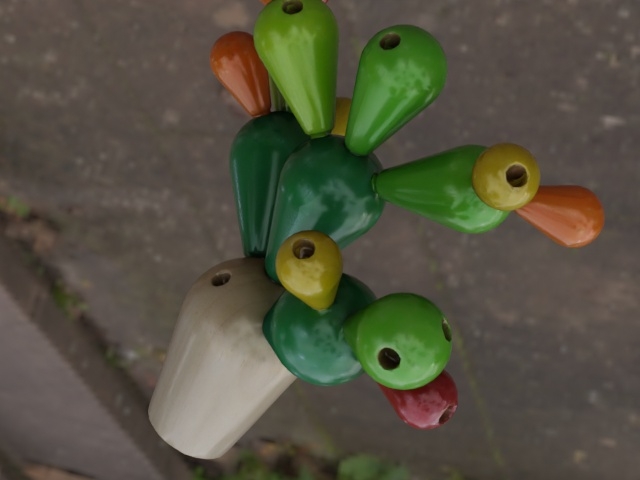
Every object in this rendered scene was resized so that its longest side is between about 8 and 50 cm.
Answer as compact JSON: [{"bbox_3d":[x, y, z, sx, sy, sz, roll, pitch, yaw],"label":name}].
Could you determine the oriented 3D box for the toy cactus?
[{"bbox_3d":[0.000,0.000,0.627,0.112,0.219,0.180,12,123,-33],"label":"toy cactus"}]
